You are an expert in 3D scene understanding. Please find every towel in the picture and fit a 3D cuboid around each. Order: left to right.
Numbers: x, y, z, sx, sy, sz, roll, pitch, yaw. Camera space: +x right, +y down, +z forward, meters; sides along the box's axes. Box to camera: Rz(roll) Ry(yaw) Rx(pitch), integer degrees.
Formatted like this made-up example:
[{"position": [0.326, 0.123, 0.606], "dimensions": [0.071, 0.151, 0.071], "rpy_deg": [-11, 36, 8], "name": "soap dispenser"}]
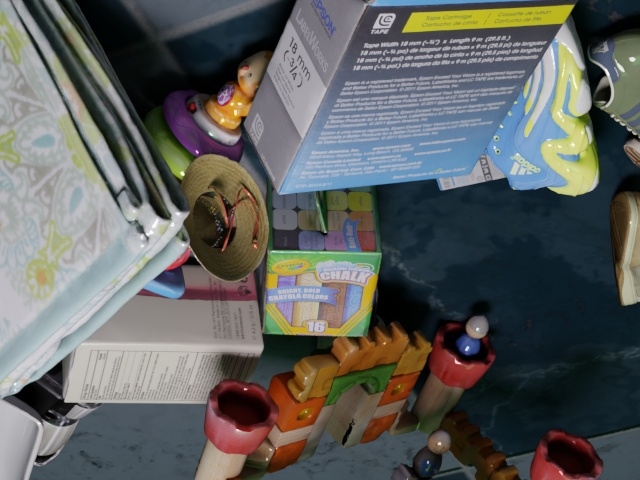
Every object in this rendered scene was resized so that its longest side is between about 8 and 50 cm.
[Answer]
[{"position": [-0.315, -0.047, 1.385], "dimensions": [0.374, 0.320, 0.090], "rpy_deg": [-39, 165, 35], "name": "towel"}]

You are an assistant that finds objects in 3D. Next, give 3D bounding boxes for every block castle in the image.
[{"position": [0.096, 0.261, 1.640], "dimensions": [0.453, 0.303, 0.212], "rpy_deg": [-11, 136, -38], "name": "block castle"}]

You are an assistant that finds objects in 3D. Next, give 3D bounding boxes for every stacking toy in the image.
[{"position": [-0.143, -0.097, 1.450], "dimensions": [0.166, 0.175, 0.302], "rpy_deg": [28, 121, -35], "name": "stacking toy"}]

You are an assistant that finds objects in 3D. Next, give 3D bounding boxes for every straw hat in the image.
[{"position": [-0.121, -0.018, 1.393], "dimensions": [0.061, 0.144, 0.144], "rpy_deg": [-12, 142, 34], "name": "straw hat"}]

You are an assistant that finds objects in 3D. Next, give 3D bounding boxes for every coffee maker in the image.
[{"position": [-0.388, 0.204, 1.810], "dimensions": [0.171, 0.120, 0.178], "rpy_deg": [20, 135, -24], "name": "coffee maker"}]

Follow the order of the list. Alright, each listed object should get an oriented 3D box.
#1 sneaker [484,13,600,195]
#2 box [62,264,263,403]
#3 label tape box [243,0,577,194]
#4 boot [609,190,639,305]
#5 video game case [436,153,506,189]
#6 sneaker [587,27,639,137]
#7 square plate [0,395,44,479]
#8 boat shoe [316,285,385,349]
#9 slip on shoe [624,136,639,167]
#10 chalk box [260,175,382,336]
[{"position": [0.225, -0.138, 1.426], "dimensions": [0.126, 0.091, 0.240], "rpy_deg": [-10, 127, 11], "name": "sneaker"}, {"position": [-0.202, 0.118, 1.686], "dimensions": [0.232, 0.126, 0.148], "rpy_deg": [3, 143, -16], "name": "box"}, {"position": [0.095, -0.194, 1.299], "dimensions": [0.241, 0.106, 0.333], "rpy_deg": [-7, 146, -29], "name": "label tape box"}, {"position": [0.440, 0.001, 1.631], "dimensions": [0.165, 0.077, 0.213], "rpy_deg": [-8, 145, 8], "name": "boot"}, {"position": [0.205, -0.115, 1.528], "dimensions": [0.166, 0.015, 0.119], "rpy_deg": [-11, 139, 11], "name": "video game case"}, {"position": [0.339, -0.157, 1.451], "dimensions": [0.086, 0.064, 0.192], "rpy_deg": [-7, 141, 18], "name": "sneaker"}, {"position": [-0.532, 0.240, 1.816], "dimensions": [0.344, 0.049, 0.347], "rpy_deg": [30, 138, 5], "name": "square plate"}, {"position": [0.045, 0.118, 1.774], "dimensions": [0.079, 0.084, 0.233], "rpy_deg": [-24, 142, -29], "name": "boat shoe"}, {"position": [0.406, -0.089, 1.551], "dimensions": [0.135, 0.051, 0.041], "rpy_deg": [32, 91, -24], "name": "slip on shoe"}, {"position": [0.000, 0.000, 1.568], "dimensions": [0.132, 0.132, 0.213], "rpy_deg": [2, 142, -5], "name": "chalk box"}]
